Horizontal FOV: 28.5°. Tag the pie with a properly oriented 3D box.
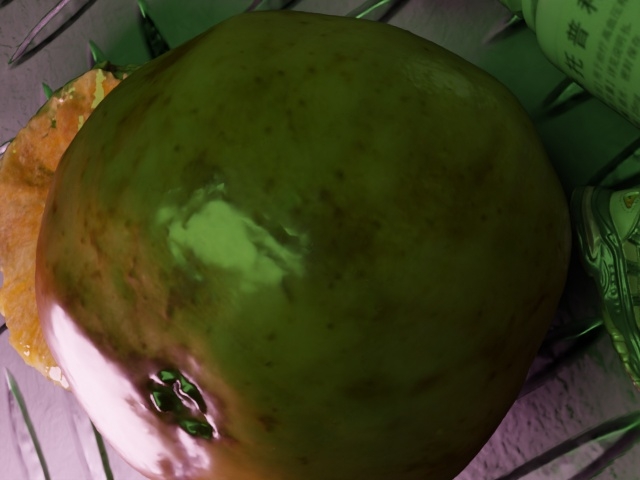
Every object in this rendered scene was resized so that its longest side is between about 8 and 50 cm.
[{"bbox_3d":[-0.202,-0.014,1.219,0.339,0.083,0.339,-6,80,38],"label":"pie"}]

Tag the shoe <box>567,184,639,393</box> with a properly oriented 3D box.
[{"bbox_3d":[0.245,0.032,0.895,0.092,0.089,0.180,-22,73,19],"label":"shoe"}]

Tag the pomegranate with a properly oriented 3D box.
[{"bbox_3d":[0.000,0.000,0.923,0.410,0.410,0.410,-6,80,35],"label":"pomegranate"}]

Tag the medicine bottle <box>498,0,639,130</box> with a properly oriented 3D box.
[{"bbox_3d":[0.244,-0.164,0.865,0.293,0.170,0.170,45,109,31],"label":"medicine bottle"}]
